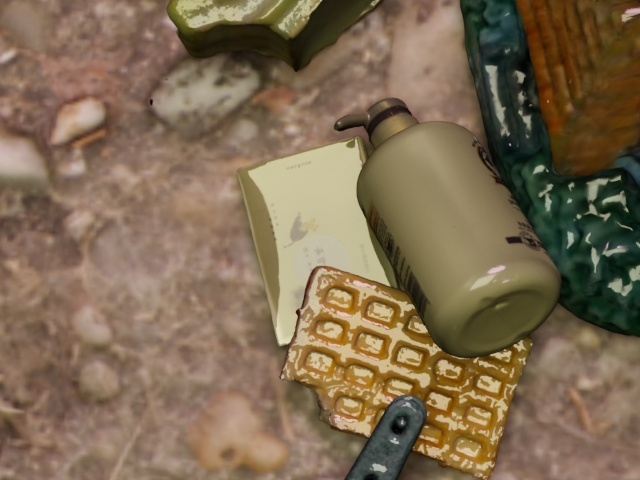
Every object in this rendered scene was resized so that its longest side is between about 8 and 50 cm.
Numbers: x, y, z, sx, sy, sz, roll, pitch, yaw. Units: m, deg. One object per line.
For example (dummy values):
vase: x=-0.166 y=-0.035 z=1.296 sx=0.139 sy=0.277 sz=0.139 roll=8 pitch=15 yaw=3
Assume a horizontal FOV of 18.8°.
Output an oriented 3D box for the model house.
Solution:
model house: x=0.193 y=-0.100 z=1.011 sx=0.226 sy=0.241 sz=0.261 roll=-16 pitch=80 yaw=4

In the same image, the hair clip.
hair clip: x=-0.014 y=0.208 z=1.081 sx=0.048 sy=0.083 sz=0.275 roll=25 pitch=83 yaw=6

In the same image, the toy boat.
toy boat: x=0.033 y=-0.197 z=1.113 sx=0.084 sy=0.111 sz=0.276 roll=43 pitch=87 yaw=7

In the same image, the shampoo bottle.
shampoo bottle: x=0.068 y=-0.016 z=1.089 sx=0.079 sy=0.079 sz=0.162 roll=-30 pitch=57 yaw=3

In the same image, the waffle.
waffle: x=0.046 y=0.075 z=1.108 sx=0.135 sy=0.021 sz=0.092 roll=17 pitch=91 yaw=6

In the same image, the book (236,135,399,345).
book: x=0.000 y=0.000 z=1.137 sx=0.077 sy=0.014 sz=0.111 roll=-15 pitch=80 yaw=6
